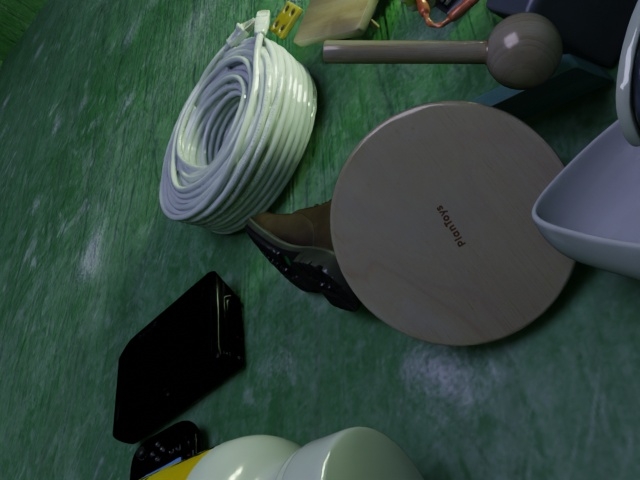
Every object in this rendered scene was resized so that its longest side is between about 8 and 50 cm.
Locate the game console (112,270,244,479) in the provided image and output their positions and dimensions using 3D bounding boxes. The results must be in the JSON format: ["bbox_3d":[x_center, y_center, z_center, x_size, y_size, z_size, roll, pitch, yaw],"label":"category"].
[{"bbox_3d":[-0.160,0.221,0.791,0.213,0.044,0.361,-39,41,29],"label":"game console"}]

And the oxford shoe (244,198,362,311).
[{"bbox_3d":[0.000,0.000,0.724,0.096,0.083,0.227,-48,32,-14],"label":"oxford shoe"}]

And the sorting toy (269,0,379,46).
[{"bbox_3d":[0.038,-0.295,0.889,0.275,0.046,0.132,11,76,53],"label":"sorting toy"}]

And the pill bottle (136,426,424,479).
[{"bbox_3d":[-0.083,0.256,0.529,0.334,0.188,0.187,-29,45,28],"label":"pill bottle"}]

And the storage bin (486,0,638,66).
[{"bbox_3d":[0.193,-0.200,0.560,0.091,0.135,0.098,-64,34,14],"label":"storage bin"}]

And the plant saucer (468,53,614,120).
[{"bbox_3d":[0.141,-0.106,0.609,0.192,0.067,0.018,-23,74,43],"label":"plant saucer"}]

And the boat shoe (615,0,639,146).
[{"bbox_3d":[0.269,-0.154,0.439,0.079,0.095,0.254,23,64,44],"label":"boat shoe"}]

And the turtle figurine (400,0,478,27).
[{"bbox_3d":[0.150,-0.299,0.690,0.269,0.087,0.217,-46,51,-8],"label":"turtle figurine"}]

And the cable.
[{"bbox_3d":[-0.112,-0.133,0.928,0.257,0.089,0.257,-39,42,33],"label":"cable"}]

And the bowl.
[{"bbox_3d":[0.218,-0.024,0.436,0.142,0.053,0.142,-40,31,-21],"label":"bowl"}]

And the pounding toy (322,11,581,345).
[{"bbox_3d":[0.106,-0.046,0.565,0.183,0.110,0.236,-2,101,20],"label":"pounding toy"}]

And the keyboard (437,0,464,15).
[{"bbox_3d":[0.173,-0.327,0.761,0.180,0.023,0.108,-49,36,16],"label":"keyboard"}]
